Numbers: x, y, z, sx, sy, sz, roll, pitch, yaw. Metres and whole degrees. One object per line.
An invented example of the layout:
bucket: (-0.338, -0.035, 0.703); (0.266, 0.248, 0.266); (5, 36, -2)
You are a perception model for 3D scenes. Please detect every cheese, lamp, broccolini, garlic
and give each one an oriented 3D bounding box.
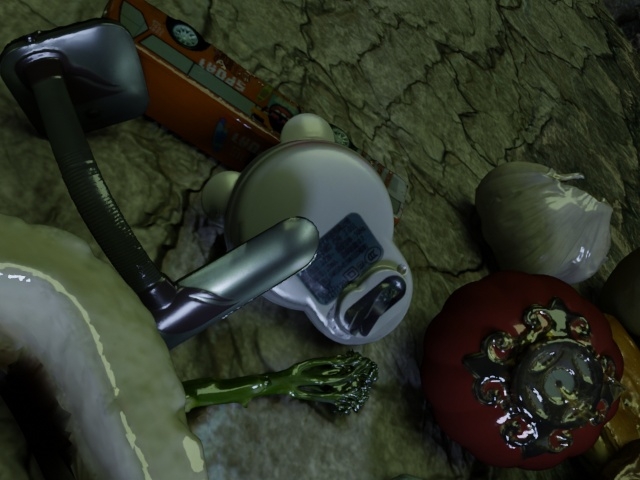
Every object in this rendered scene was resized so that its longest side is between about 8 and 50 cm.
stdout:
cheese: (-0.214, 0.158, 0.324); (0.292, 0.153, 0.332); (-24, 80, -46)
lamp: (-0.137, -0.065, 0.516); (0.203, 0.124, 0.283); (-23, 76, -14)
broccolini: (-0.041, 0.149, 0.570); (0.216, 0.058, 0.067); (-3, 29, -34)
lamp: (0.000, 0.001, 0.632); (0.179, 0.108, 0.246); (-38, 101, -5)
garlic: (0.333, -0.012, 0.907); (0.229, 0.178, 0.143); (45, 60, -1)
lamp: (0.226, 0.146, 0.679); (0.226, 0.227, 0.227); (22, 50, -28)

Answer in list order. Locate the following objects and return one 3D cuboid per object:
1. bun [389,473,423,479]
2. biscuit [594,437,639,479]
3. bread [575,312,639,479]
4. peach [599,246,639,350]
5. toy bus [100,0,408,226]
bun: (0.090, 0.275, 0.583); (0.083, 0.045, 0.083); (23, 50, -31)
biscuit: (0.441, 0.383, 0.730); (0.273, 0.049, 0.257); (-24, 86, -26)
bread: (0.419, 0.217, 0.865); (0.235, 0.099, 0.210); (-23, 78, -46)
peach: (0.617, 0.130, 0.980); (0.292, 0.247, 0.292); (44, 35, -43)
toy bus: (-0.075, -0.132, 0.692); (0.408, 0.093, 0.092); (31, 48, -19)
